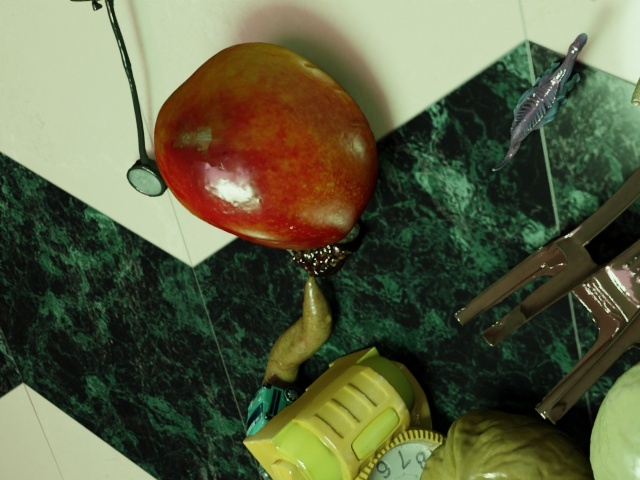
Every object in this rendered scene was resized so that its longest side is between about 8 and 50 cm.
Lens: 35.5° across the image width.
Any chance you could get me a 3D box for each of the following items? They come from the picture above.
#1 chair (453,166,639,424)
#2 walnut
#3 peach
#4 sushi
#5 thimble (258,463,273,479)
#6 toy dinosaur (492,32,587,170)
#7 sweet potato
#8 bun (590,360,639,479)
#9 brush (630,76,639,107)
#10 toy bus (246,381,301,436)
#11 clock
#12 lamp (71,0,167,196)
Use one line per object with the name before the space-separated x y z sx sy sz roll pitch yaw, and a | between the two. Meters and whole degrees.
chair | 0.330 0.044 1.116 0.326 0.183 0.175 -39 87 2
walnut | 0.239 0.322 1.286 0.228 0.228 0.228 21 128 29
peach | -0.068 -0.102 1.250 0.275 0.245 0.248 37 128 19
sushi | 0.001 0.000 1.372 0.094 0.098 0.084 44 137 6
thimble | -0.037 0.365 1.644 0.118 0.090 0.135 52 139 5
toy dinosaur | 0.240 -0.152 1.089 0.045 0.080 0.197 39 135 11
sweet potato | -0.029 0.152 1.523 0.067 0.059 0.281 50 137 20
bun | 0.461 0.253 1.066 0.361 0.213 0.361 21 130 27
brush | 0.400 -0.123 1.023 0.170 0.014 0.043 31 131 20
toy bus | -0.035 0.291 1.553 0.160 0.091 0.079 23 135 -12
clock | 0.078 0.340 1.435 0.317 0.244 0.200 56 155 -10
lamp | -0.266 -0.236 1.492 0.130 0.108 0.371 4 134 25
